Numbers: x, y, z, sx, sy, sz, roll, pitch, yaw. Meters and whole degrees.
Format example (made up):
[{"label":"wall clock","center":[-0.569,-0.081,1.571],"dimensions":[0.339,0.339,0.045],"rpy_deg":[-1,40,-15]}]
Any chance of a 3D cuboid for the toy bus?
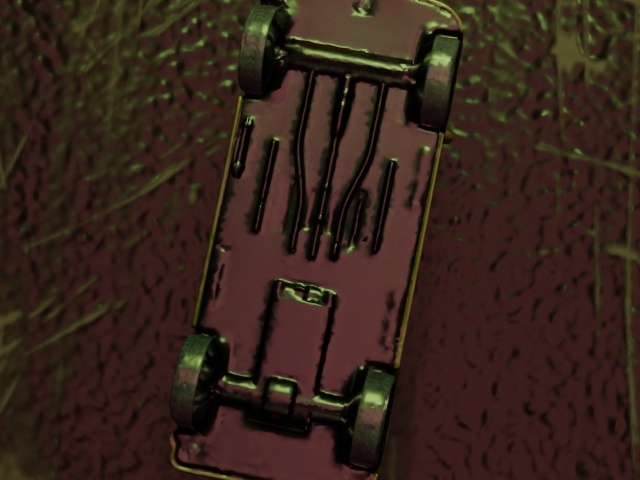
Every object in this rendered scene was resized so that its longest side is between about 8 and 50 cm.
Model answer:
[{"label":"toy bus","center":[0.000,0.000,1.012],"dimensions":[0.145,0.151,0.331],"rpy_deg":[11,84,7]}]
